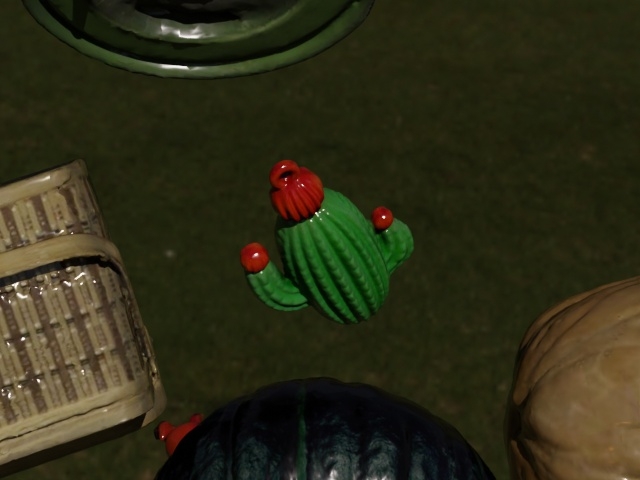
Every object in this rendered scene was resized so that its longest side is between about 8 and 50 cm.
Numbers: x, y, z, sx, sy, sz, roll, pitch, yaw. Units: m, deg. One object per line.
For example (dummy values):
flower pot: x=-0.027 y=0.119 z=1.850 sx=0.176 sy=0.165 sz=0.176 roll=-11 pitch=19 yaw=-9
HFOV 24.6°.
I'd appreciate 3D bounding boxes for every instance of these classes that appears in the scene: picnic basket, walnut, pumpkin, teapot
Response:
picnic basket: x=-0.235 y=0.061 z=0.980 sx=0.228 sy=0.175 sz=0.313 roll=-18 pitch=6 yaw=-7
walnut: x=0.307 y=0.160 z=1.220 sx=0.313 sy=0.277 sz=0.252 roll=2 pitch=3 yaw=-11
pumpkin: x=0.002 y=0.161 z=0.776 sx=0.202 sy=0.202 sz=0.140 roll=4 pitch=52 yaw=-7
teapot: x=-0.045 y=-0.282 z=0.876 sx=0.270 sy=0.200 sz=0.337 roll=10 pitch=60 yaw=-20

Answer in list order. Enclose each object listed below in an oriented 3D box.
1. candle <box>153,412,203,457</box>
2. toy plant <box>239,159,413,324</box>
candle: x=-0.090 y=0.243 z=1.238 sx=0.048 sy=0.051 sz=0.329 roll=12 pitch=23 yaw=-22
toy plant: x=-0.005 y=0.011 z=1.506 sx=0.240 sy=0.154 sz=0.088 roll=23 pitch=25 yaw=-45
